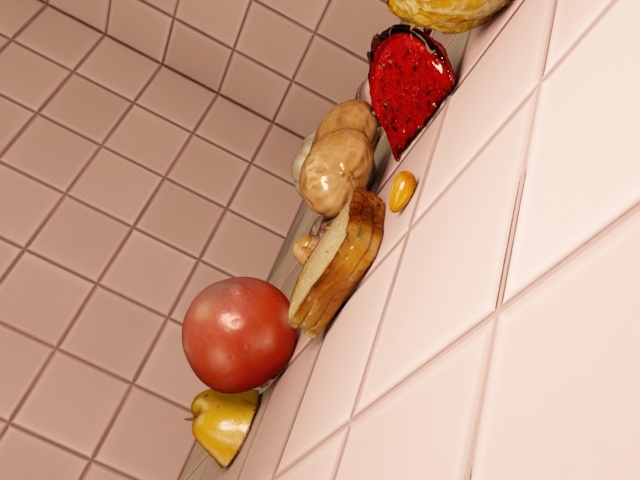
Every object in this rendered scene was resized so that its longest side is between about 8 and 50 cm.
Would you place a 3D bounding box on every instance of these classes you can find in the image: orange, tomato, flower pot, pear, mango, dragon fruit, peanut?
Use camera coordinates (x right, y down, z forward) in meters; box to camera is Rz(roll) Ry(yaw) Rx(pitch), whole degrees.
[{"bbox_3d":[0.291,-0.542,1.411,0.271,0.210,0.369,-41,4,-10],"label":"orange"},{"bbox_3d":[-0.221,0.244,1.875,0.321,0.322,0.321,-62,7,12],"label":"tomato"},{"bbox_3d":[0.038,-0.205,1.987,0.246,0.246,0.195,-66,7,-23],"label":"flower pot"},{"bbox_3d":[-0.294,0.512,2.022,0.267,0.178,0.267,-57,8,12],"label":"pear"},{"bbox_3d":[0.163,-0.098,1.406,0.060,0.046,0.089,-143,75,-83],"label":"mango"},{"bbox_3d":[0.216,-0.390,1.656,0.100,0.282,0.343,-20,-15,-24],"label":"dragon fruit"},{"bbox_3d":[0.054,-0.222,1.775,0.192,0.170,0.387,-51,17,47],"label":"peanut"}]

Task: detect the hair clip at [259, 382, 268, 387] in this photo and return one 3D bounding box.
[{"bbox_3d":[-0.145,0.353,2.086,0.072,0.034,0.226,-60,6,32],"label":"hair clip"}]

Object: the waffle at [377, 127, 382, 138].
[{"bbox_3d":[0.153,-0.299,2.349,0.183,0.036,0.169,-63,4,-17],"label":"waffle"}]

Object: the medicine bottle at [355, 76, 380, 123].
[{"bbox_3d":[0.192,-0.407,1.931,0.157,0.157,0.289,-63,6,0],"label":"medicine bottle"}]

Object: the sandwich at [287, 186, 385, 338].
[{"bbox_3d":[0.038,0.050,1.583,0.301,0.099,0.271,-56,13,29],"label":"sandwich"}]

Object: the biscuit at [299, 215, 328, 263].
[{"bbox_3d":[-0.031,-0.003,2.563,0.208,0.049,0.181,-64,5,-20],"label":"biscuit"}]

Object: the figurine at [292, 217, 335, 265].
[{"bbox_3d":[0.000,0.000,2.164,0.196,0.108,0.114,-43,21,13],"label":"figurine"}]
